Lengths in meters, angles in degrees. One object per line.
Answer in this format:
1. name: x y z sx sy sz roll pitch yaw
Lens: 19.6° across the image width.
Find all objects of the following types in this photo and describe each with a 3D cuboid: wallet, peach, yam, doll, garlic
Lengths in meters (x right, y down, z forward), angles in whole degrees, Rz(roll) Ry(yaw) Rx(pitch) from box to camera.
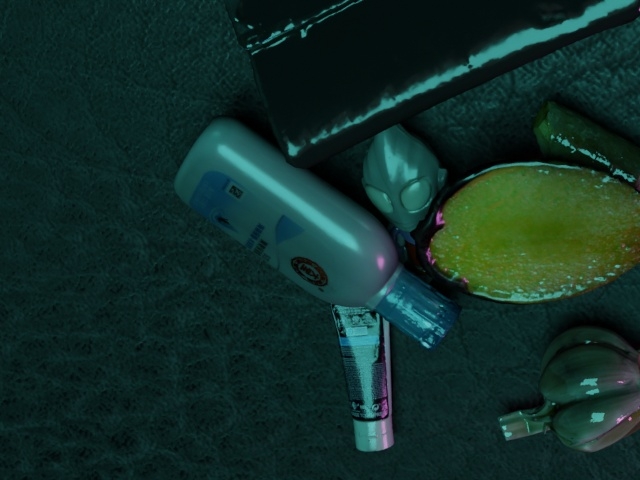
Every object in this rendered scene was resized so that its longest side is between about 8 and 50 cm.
1. wallet: 0.108 -0.251 1.882 0.406 0.062 0.228 -24 83 19
2. peach: 0.233 -0.024 1.928 0.279 0.068 0.189 -3 132 9
3. yam: 0.283 -0.087 1.933 0.146 0.070 0.070 28 114 0
4. doll: 0.095 -0.052 1.990 0.102 0.075 0.227 -5 122 25
5. garlic: 0.271 0.167 2.017 0.194 0.127 0.131 -18 63 35

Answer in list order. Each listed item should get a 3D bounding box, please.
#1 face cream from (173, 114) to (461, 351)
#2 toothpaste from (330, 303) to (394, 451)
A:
1. face cream: 0.000 0.000 2.001 0.337 0.080 0.163 36 152 -1
2. toothpaste: 0.055 0.140 2.092 0.071 0.045 0.193 -6 103 7
